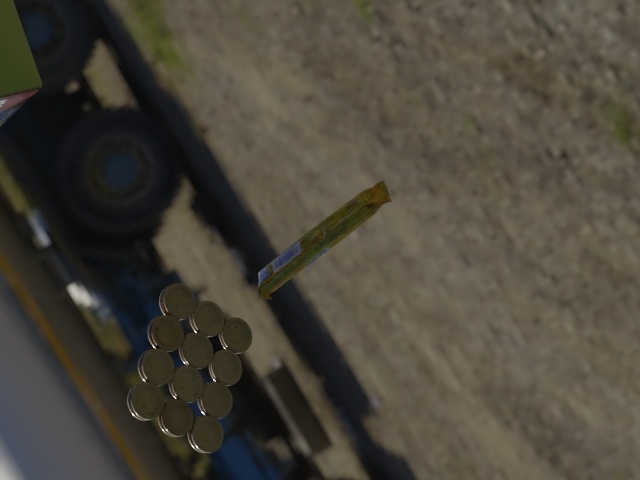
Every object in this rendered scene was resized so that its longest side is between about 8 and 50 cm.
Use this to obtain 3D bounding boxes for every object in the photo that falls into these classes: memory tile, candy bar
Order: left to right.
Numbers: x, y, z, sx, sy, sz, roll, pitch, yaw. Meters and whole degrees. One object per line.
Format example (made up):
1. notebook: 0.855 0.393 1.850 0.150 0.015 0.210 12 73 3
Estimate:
1. memory tile: -0.128 0.125 1.913 0.113 0.148 0.012 31 150 -27
2. candy bar: 0.000 0.000 1.817 0.018 0.161 0.040 43 -162 -28

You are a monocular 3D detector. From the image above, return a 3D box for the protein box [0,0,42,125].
1. protein box: -0.359 -0.172 1.534 0.136 0.200 0.201 -29 79 61
